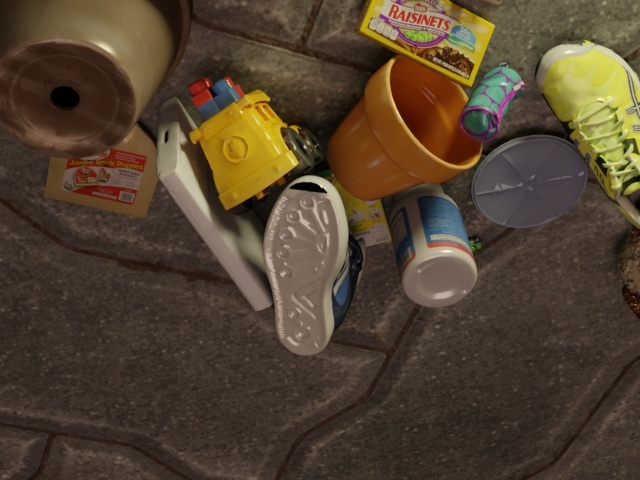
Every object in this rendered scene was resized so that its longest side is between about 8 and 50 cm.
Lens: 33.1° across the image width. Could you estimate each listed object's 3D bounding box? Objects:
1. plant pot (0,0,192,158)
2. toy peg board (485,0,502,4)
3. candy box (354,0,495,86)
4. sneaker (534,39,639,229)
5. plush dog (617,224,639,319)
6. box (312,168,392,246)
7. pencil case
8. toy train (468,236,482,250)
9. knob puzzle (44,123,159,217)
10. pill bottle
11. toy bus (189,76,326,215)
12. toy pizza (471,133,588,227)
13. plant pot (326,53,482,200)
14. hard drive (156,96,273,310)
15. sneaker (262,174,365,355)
[{"bbox_3d":[-0.337,-0.265,1.477,0.323,0.280,0.323,-3,131,-4],"label":"plant pot"},{"bbox_3d":[0.226,-0.416,1.541,0.161,0.079,0.161,13,127,-16],"label":"toy peg board"},{"bbox_3d":[0.158,-0.319,1.616,0.205,0.027,0.105,22,87,-23],"label":"candy box"},{"bbox_3d":[0.483,-0.163,1.731,0.145,0.147,0.384,-33,118,23],"label":"sneaker"},{"bbox_3d":[0.650,0.038,1.934,0.225,0.210,0.263,4,102,8],"label":"plush dog"},{"bbox_3d":[0.052,-0.064,1.843,0.105,0.043,0.179,-14,132,6],"label":"box"},{"bbox_3d":[0.267,-0.214,1.669,0.070,0.152,0.065,-8,120,33],"label":"pencil case"},{"bbox_3d":[0.252,0.015,1.947,0.083,0.017,0.024,-22,118,12],"label":"toy train"},{"bbox_3d":[-0.346,-0.135,1.746,0.213,0.030,0.213,-3,130,-3],"label":"knob puzzle"},{"bbox_3d":[0.181,-0.005,1.788,0.124,0.222,0.124,-3,130,-3],"label":"pill bottle"},{"bbox_3d":[-0.114,-0.166,1.669,0.149,0.220,0.211,-33,92,16],"label":"toy bus"},{"bbox_3d":[0.357,-0.104,1.849,0.201,0.032,0.201,-3,131,-3],"label":"toy pizza"},{"bbox_3d":[0.116,-0.158,1.683,0.205,0.205,0.188,31,136,-28],"label":"plant pot"},{"bbox_3d":[-0.166,-0.056,1.718,0.040,0.203,0.308,-23,129,12],"label":"hard drive"},{"bbox_3d":[0.000,0.000,1.734,0.130,0.236,0.323,9,122,12],"label":"sneaker"}]
